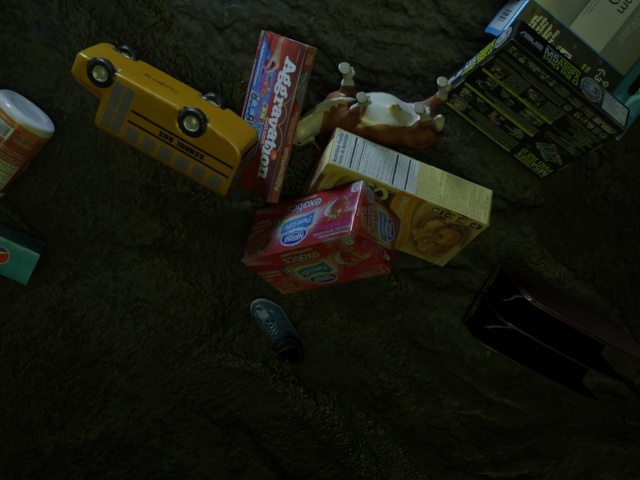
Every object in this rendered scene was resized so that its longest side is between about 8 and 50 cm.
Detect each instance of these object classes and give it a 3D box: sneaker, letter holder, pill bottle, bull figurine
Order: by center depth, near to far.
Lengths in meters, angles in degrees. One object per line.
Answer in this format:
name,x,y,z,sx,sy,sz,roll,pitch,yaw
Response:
pill bottle,-0.584,-0.152,1.537,0.121,0.121,0.216,40,101,-15
bull figurine,0.085,-0.228,1.560,0.310,0.188,0.101,1,70,-13
letter holder,0.463,0.200,1.691,0.301,0.214,0.152,27,103,-13
sneaker,-0.082,0.184,1.705,0.058,0.084,0.152,-34,107,6

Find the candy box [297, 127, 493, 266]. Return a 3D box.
candy box,0.133,-0.073,1.593,0.316,0.088,0.183,20,148,-11

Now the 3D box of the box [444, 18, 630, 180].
box,0.379,-0.244,1.557,0.270,0.060,0.216,35,146,-13

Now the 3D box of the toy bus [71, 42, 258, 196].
toy bus,-0.276,-0.219,1.521,0.332,0.108,0.130,28,119,1

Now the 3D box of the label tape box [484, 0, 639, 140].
label tape box,0.515,-0.371,1.570,0.347,0.115,0.249,35,102,-13

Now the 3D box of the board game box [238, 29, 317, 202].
board game box,-0.091,-0.223,1.551,0.027,0.145,0.281,1,111,-41

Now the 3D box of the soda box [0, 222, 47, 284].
soda box,-0.626,0.000,1.608,0.210,0.067,0.071,26,104,-12

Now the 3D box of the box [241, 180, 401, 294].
box,0.000,0.000,1.557,0.256,0.123,0.128,-13,139,37
